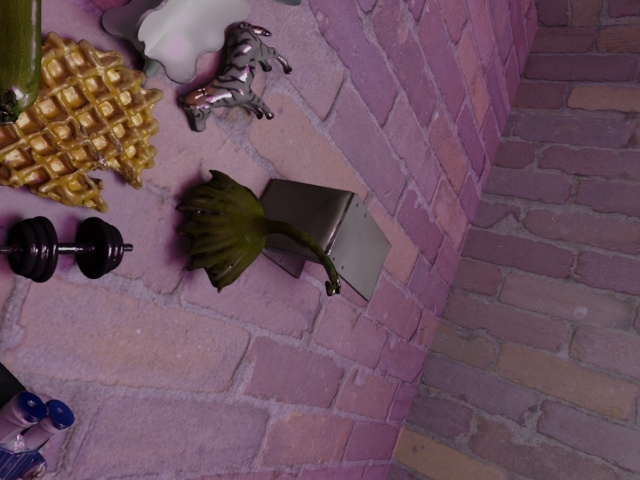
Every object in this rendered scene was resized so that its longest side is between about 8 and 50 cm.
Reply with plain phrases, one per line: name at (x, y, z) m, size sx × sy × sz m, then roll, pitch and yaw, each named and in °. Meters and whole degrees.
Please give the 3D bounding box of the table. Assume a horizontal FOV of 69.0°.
table at (-0.227, -0.363, 0.751) m, size 0.198 × 0.166 × 0.166 m, roll -55°, pitch 142°, yaw -15°

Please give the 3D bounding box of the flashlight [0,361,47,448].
flashlight at (-0.485, 0.149, 0.607) m, size 0.103 × 0.103 × 0.424 m, roll -47°, pitch 138°, yaw -36°

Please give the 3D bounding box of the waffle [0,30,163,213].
waffle at (-0.358, -0.174, 0.708) m, size 0.261 × 0.056 × 0.250 m, roll 14°, pitch 90°, yaw -53°

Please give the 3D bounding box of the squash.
squash at (-0.379, -0.273, 0.573) m, size 0.071 × 0.080 × 0.319 m, roll 51°, pitch 33°, yaw -72°

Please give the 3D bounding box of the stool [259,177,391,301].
stool at (0.000, 0.000, 1.125) m, size 0.270 × 0.243 × 0.171 m, roll 45°, pitch 65°, yaw -52°

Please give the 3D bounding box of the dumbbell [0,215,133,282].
dumbbell at (-0.381, 0.012, 0.705) m, size 0.208 × 0.099 × 0.099 m, roll 0°, pitch 102°, yaw -55°

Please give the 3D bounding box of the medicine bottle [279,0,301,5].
medicine bottle at (-0.040, -0.613, 0.977) m, size 0.090 × 0.090 × 0.217 m, roll 22°, pitch 84°, yaw -56°

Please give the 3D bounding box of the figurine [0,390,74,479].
figurine at (-0.459, 0.312, 0.602) m, size 0.193 × 0.133 × 0.275 m, roll 13°, pitch 109°, yaw -48°

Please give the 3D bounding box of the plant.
plant at (-0.105, -0.024, 0.910) m, size 0.180 × 0.333 × 0.251 m, roll -27°, pitch 112°, yaw -66°

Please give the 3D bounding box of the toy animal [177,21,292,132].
toy animal at (-0.154, -0.304, 0.934) m, size 0.170 × 0.089 × 0.255 m, roll 49°, pitch 59°, yaw -47°
